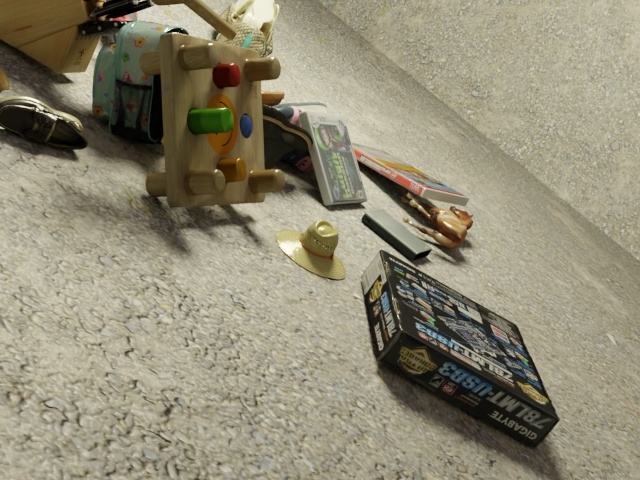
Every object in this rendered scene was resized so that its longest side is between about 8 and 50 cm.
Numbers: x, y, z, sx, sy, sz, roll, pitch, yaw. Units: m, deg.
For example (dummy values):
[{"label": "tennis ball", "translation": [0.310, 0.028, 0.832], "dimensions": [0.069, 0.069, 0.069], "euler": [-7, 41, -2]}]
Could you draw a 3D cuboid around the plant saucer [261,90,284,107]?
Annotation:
[{"label": "plant saucer", "translation": [-0.171, -0.281, 1.887], "dimensions": [0.200, 0.037, 0.200], "euler": [1, 9, 0]}]

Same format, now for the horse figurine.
[{"label": "horse figurine", "translation": [0.262, -0.041, 2.078], "dimensions": [0.174, 0.066, 0.263], "euler": [29, 14, -5]}]

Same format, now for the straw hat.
[{"label": "straw hat", "translation": [0.000, 0.000, 1.566], "dimensions": [0.144, 0.061, 0.144], "euler": [29, 19, -11]}]

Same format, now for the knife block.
[{"label": "knife block", "translation": [-0.422, -0.413, 1.577], "dimensions": [0.276, 0.242, 0.088], "euler": [31, 17, 9]}]

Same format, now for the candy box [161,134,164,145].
[{"label": "candy box", "translation": [-0.197, -0.208, 1.563], "dimensions": [0.105, 0.027, 0.206], "euler": [54, 42, -45]}]

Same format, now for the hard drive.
[{"label": "hard drive", "translation": [0.153, -0.011, 1.897], "dimensions": [0.135, 0.022, 0.094], "euler": [40, 20, 17]}]

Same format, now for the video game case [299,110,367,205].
[{"label": "video game case", "translation": [0.029, -0.165, 1.908], "dimensions": [0.173, 0.022, 0.190], "euler": [-8, 82, -62]}]

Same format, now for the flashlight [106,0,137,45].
[{"label": "flashlight", "translation": [-0.403, -0.429, 1.898], "dimensions": [0.103, 0.103, 0.304], "euler": [-3, 33, -17]}]

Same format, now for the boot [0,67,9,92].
[{"label": "boot", "translation": [-0.548, -0.294, 1.391], "dimensions": [0.305, 0.112, 0.115], "euler": [45, -8, 41]}]

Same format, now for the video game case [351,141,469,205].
[{"label": "video game case", "translation": [0.190, -0.161, 2.237], "dimensions": [0.285, 0.025, 0.204], "euler": [33, 16, 35]}]

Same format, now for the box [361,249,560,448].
[{"label": "box", "translation": [0.212, 0.162, 1.500], "dimensions": [0.295, 0.073, 0.293], "euler": [29, 20, -14]}]

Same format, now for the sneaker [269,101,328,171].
[{"label": "sneaker", "translation": [-0.059, -0.199, 1.899], "dimensions": [0.319, 0.112, 0.131], "euler": [-17, 82, -53]}]

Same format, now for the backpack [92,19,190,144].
[{"label": "backpack", "translation": [-0.287, -0.268, 1.559], "dimensions": [0.144, 0.188, 0.166], "euler": [19, 18, 12]}]

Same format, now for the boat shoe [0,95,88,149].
[{"label": "boat shoe", "translation": [-0.392, -0.164, 1.339], "dimensions": [0.152, 0.056, 0.049], "euler": [9, 26, -51]}]

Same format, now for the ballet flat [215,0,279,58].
[{"label": "ballet flat", "translation": [-0.175, -0.539, 2.398], "dimensions": [0.164, 0.182, 0.483], "euler": [28, 20, -13]}]

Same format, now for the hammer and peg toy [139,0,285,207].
[{"label": "hammer and peg toy", "translation": [-0.158, -0.234, 1.465], "dimensions": [0.127, 0.361, 0.266], "euler": [-1, 3, 27]}]

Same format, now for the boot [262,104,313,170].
[{"label": "boot", "translation": [-0.090, -0.155, 1.746], "dimensions": [0.077, 0.137, 0.198], "euler": [11, -8, 30]}]
